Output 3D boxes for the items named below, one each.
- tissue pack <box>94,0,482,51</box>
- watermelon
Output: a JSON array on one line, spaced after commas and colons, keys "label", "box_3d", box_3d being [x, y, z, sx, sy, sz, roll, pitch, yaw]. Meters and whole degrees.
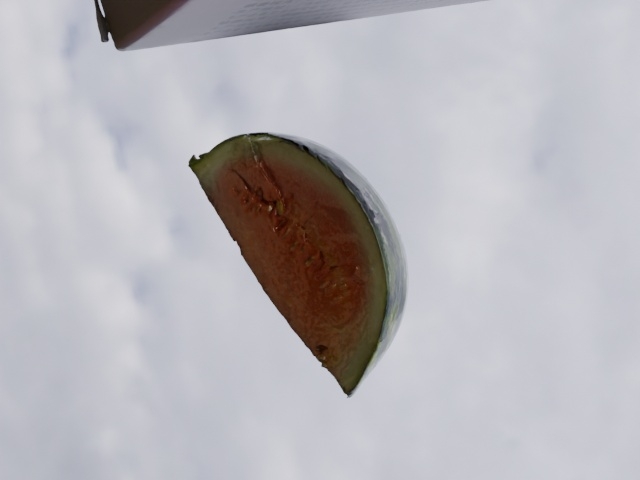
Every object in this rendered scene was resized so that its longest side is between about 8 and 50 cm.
[{"label": "tissue pack", "box_3d": [0.080, -0.118, 0.414, 0.148, 0.246, 0.092, -21, -99, 61]}, {"label": "watermelon", "box_3d": [0.008, -0.007, 1.043, 0.163, 0.087, 0.069, 55, -26, 8]}]
